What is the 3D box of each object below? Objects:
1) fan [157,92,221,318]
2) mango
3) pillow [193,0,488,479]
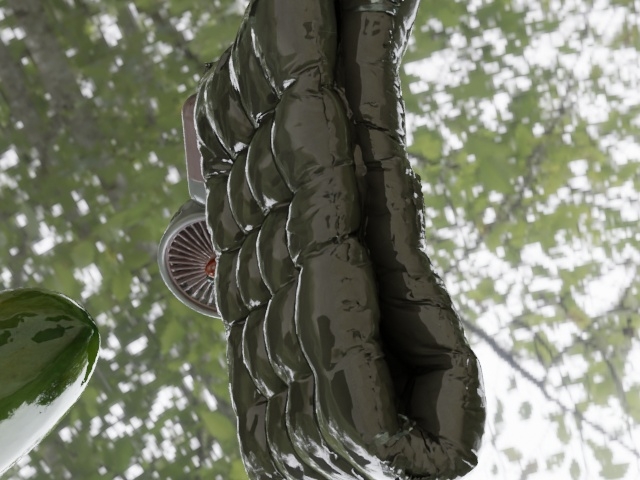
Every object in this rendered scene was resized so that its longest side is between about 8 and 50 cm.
[{"bbox_3d":[-0.097,-0.033,1.261,0.130,0.244,0.074,3,-146,10],"label":"fan"},{"bbox_3d":[-0.209,0.099,0.653,0.237,0.091,0.137,-34,-162,1],"label":"mango"},{"bbox_3d":[0.000,0.000,0.799,0.101,0.228,0.326,-1,-105,-21],"label":"pillow"}]
